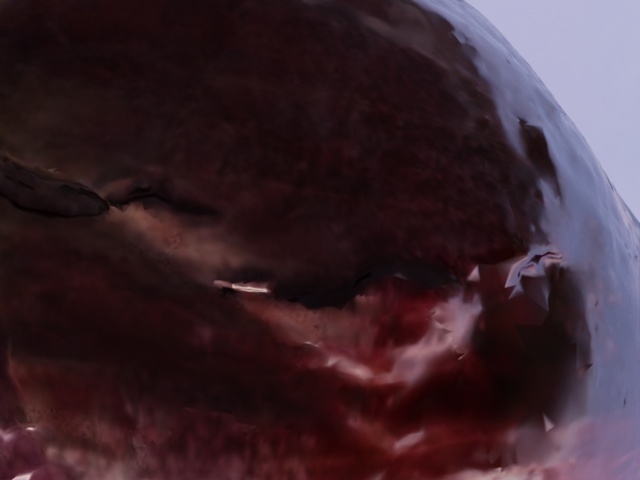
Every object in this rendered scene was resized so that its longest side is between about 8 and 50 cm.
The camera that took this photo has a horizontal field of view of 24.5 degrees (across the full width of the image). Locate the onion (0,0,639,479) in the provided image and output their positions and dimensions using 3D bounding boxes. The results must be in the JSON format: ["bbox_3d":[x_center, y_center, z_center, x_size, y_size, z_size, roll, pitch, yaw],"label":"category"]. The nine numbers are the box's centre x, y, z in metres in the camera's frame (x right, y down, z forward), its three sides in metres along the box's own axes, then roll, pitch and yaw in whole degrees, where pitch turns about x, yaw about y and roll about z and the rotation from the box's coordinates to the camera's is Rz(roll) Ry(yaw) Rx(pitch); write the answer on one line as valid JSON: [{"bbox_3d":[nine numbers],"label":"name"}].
[{"bbox_3d":[0.000,0.000,0.390,0.283,0.120,0.227,9,-112,-7],"label":"onion"}]
